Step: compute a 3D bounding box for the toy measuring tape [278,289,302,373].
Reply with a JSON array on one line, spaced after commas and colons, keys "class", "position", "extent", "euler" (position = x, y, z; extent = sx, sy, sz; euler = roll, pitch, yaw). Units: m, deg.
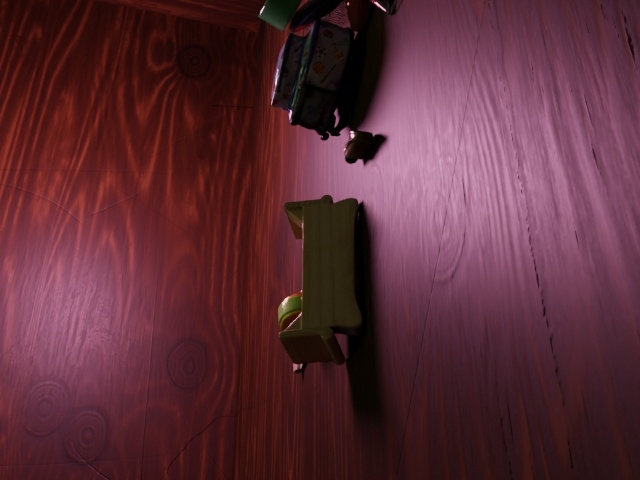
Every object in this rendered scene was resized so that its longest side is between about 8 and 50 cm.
[{"class": "toy measuring tape", "position": [-0.067, 0.235, 1.835], "extent": [0.121, 0.121, 0.330], "euler": [-95, 18, -44]}]

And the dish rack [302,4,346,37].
[{"class": "dish rack", "position": [0.011, -0.637, 2.039], "extent": [0.208, 0.074, 0.272], "euler": [16, 94, 65]}]

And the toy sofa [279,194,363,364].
[{"class": "toy sofa", "position": [0.012, 0.085, 1.575], "extent": [0.150, 0.177, 0.363], "euler": [72, -166, -56]}]

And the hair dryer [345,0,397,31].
[{"class": "hair dryer", "position": [0.103, -0.577, 1.619], "extent": [0.293, 0.080, 0.224], "euler": [118, 149, -75]}]

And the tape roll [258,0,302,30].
[{"class": "tape roll", "position": [-0.048, -0.690, 1.782], "extent": [0.321, 0.077, 0.321], "euler": [-56, 14, 22]}]

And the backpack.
[{"class": "backpack", "position": [-0.012, -0.434, 1.813], "extent": [0.276, 0.213, 0.263], "euler": [-100, 32, -61]}]

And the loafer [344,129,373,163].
[{"class": "loafer", "position": [0.084, -0.207, 1.575], "extent": [0.148, 0.056, 0.050], "euler": [114, 161, -81]}]

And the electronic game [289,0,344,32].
[{"class": "electronic game", "position": [0.015, -0.613, 1.827], "extent": [0.048, 0.229, 0.229], "euler": [55, 170, -8]}]
